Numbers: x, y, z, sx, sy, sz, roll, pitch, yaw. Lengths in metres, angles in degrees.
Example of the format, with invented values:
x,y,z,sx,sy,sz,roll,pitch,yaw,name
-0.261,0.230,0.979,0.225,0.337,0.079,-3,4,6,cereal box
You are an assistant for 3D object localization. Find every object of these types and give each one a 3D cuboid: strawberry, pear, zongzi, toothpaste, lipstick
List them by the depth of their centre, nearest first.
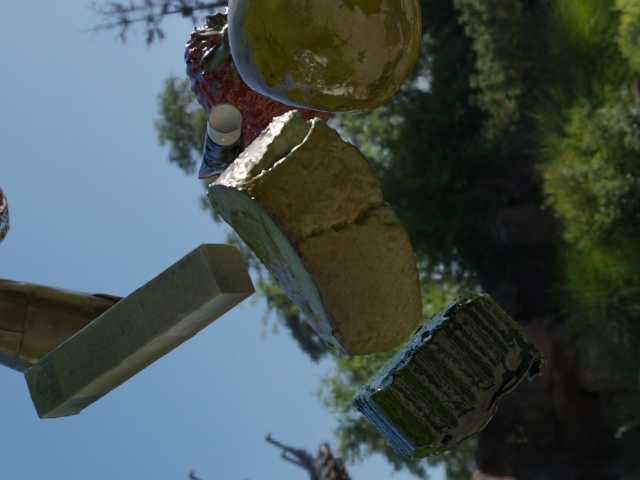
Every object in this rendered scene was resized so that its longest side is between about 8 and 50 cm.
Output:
x,y,z,sx,sy,sz,roll,pitch,yaw,name
-0.214,0.108,1.087,0.068,0.317,0.066,4,-123,-56,lipstick
-0.132,-0.124,1.309,0.193,0.071,0.045,112,155,-68,toothpaste
0.009,-0.352,1.455,0.304,0.304,0.304,-4,-90,-76,pear
-0.482,0.164,1.544,0.274,0.300,0.145,14,-116,-28,zongzi
-0.095,-0.303,1.907,0.267,0.312,0.351,-107,0,-49,strawberry

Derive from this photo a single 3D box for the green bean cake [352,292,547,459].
x,y,z,sx,sy,sz,roll,pitch,yaw,name
0.240,0.272,1.821,0.218,0.319,0.335,47,173,7,green bean cake

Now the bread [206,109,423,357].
x,y,z,sx,sy,sz,roll,pitch,yaw,name
0.000,0.000,0.948,0.257,0.124,0.186,56,166,-23,bread

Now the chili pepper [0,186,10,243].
x,y,z,sx,sy,sz,roll,pitch,yaw,name
-0.447,-0.041,1.175,0.253,0.144,0.136,-93,-16,-76,chili pepper
